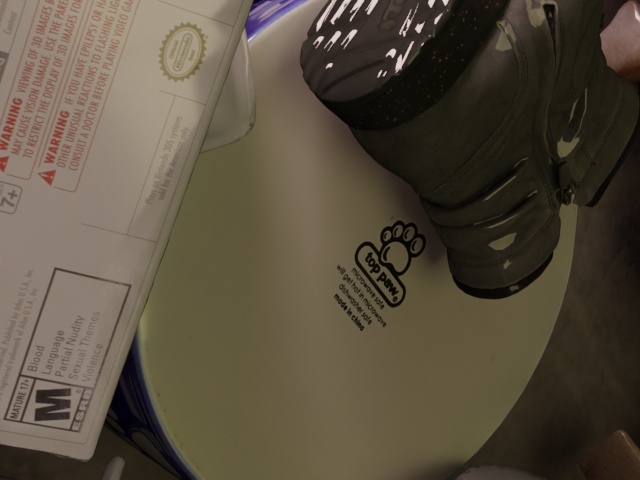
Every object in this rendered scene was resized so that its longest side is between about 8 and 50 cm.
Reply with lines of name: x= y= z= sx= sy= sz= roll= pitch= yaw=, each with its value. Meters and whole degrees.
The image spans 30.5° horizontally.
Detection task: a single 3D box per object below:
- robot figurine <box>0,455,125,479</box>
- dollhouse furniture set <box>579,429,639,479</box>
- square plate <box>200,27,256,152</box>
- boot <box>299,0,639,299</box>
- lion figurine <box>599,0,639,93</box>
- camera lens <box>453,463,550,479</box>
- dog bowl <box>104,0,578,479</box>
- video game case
robot figurine: x=-0.172 y=0.218 z=0.394 sx=0.353 sy=0.300 sz=0.200 roll=-37 pitch=153 yaw=-24
dollhouse furniture set: x=0.309 y=0.189 z=0.775 sx=0.262 sy=0.135 sz=0.259 roll=11 pitch=130 yaw=-36
square plate: x=-0.205 y=-0.149 z=0.338 sx=0.347 sy=0.049 sz=0.344 roll=-15 pitch=113 yaw=-13
boot: x=0.105 y=-0.106 z=0.517 sx=0.246 sy=0.083 sz=0.161 roll=-52 pitch=134 yaw=-7
lion figurine: x=0.197 y=-0.191 z=0.652 sx=0.240 sy=0.142 sz=0.392 roll=-31 pitch=116 yaw=-36
camera lens: x=0.066 y=0.279 z=0.588 sx=0.219 sy=0.219 sz=0.274 roll=20 pitch=113 yaw=-40
dog bowl: x=0.000 y=0.000 z=0.572 sx=0.265 sy=0.104 sz=0.265 roll=-12 pitch=110 yaw=-35
video game case: x=-0.133 y=-0.061 z=0.343 sx=0.210 sy=0.042 sz=0.232 roll=15 pitch=104 yaw=-23
